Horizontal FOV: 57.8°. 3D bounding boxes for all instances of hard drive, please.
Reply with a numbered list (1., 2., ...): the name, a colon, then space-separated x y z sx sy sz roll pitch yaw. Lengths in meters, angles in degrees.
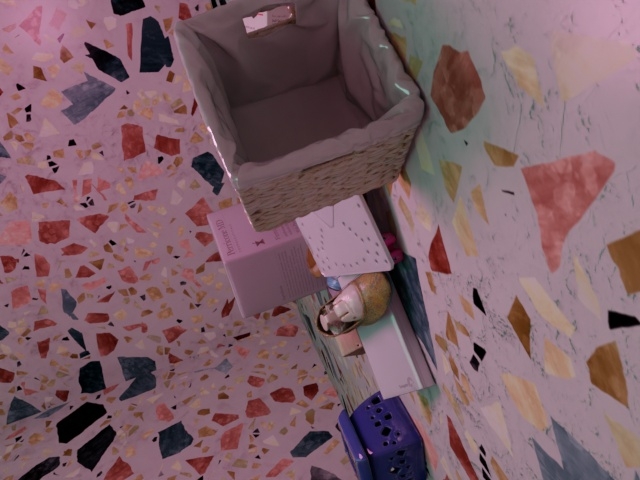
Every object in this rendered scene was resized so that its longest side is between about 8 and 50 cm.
1. hard drive: 0.159 0.224 1.506 0.353 0.047 0.233 69 155 14

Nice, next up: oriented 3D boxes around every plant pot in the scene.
1. plant pot: 0.000 0.000 1.825 0.236 0.032 0.236 -167 90 -75
2. plant pot: 0.188 0.645 1.844 0.236 0.212 0.236 -119 13 -53

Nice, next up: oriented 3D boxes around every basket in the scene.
1. basket: -0.037 -0.232 1.032 0.266 0.328 0.331 83 166 -68

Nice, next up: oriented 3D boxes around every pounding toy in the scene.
1. pounding toy: 0.113 0.247 1.823 0.181 0.094 0.206 10 -127 -55

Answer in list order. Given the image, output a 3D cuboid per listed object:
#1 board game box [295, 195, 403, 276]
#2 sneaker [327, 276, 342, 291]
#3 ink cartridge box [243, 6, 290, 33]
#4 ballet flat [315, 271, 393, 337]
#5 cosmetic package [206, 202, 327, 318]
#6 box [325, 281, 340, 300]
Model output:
1. board game box: 0.018 -0.102 1.420 0.390 0.050 0.390 65 157 -5
2. sneaker: 0.069 0.052 1.790 0.262 0.104 0.125 -111 34 -62
3. ink cartridge box: -0.112 -0.474 1.381 0.207 0.119 0.353 42 135 54
4. ballet flat: 0.071 0.174 1.471 0.123 0.123 0.348 69 155 15
5. cosmetic package: -0.199 0.041 2.332 0.329 0.394 0.327 -120 14 -46
6. box: 0.089 0.287 2.192 0.183 0.056 0.231 -119 13 -50
